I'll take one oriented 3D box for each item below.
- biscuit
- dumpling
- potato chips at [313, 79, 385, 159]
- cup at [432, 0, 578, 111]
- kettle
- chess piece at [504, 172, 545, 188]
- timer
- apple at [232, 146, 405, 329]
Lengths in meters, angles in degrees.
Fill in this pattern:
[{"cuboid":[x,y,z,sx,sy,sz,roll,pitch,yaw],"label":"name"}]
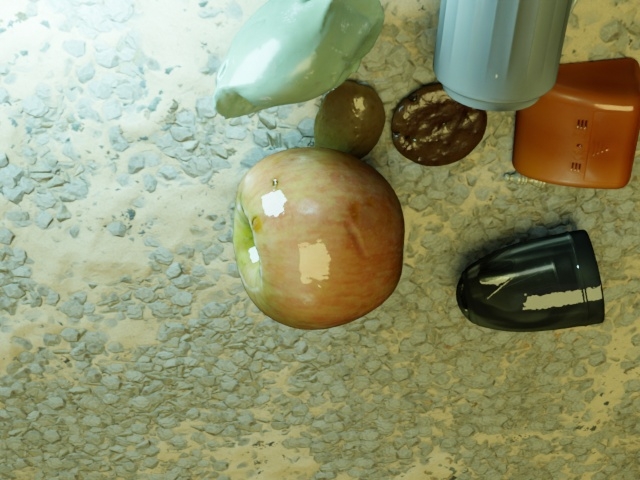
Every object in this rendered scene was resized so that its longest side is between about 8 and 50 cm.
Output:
[{"cuboid":[0.256,-0.244,1.815,0.212,0.036,0.212,-3,129,-4],"label":"biscuit"},{"cuboid":[-0.041,-0.369,1.599,0.320,0.270,0.212,-7,105,31],"label":"dumpling"},{"cuboid":[0.062,-0.240,1.795,0.150,0.049,0.202,16,132,-11],"label":"potato chips"},{"cuboid":[0.370,-0.440,1.569,0.322,0.237,0.327,-22,133,-27],"label":"cup"},{"cuboid":[0.492,0.124,2.044,0.324,0.228,0.321,-10,160,9],"label":"kettle"},{"cuboid":[0.464,-0.140,1.921,0.092,0.035,0.035,5,128,-5],"label":"chess piece"},{"cuboid":[0.543,-0.243,1.803,0.250,0.161,0.257,4,130,11],"label":"timer"},{"cuboid":[0.000,0.000,1.778,0.346,0.391,0.391,-4,130,-19],"label":"apple"}]
